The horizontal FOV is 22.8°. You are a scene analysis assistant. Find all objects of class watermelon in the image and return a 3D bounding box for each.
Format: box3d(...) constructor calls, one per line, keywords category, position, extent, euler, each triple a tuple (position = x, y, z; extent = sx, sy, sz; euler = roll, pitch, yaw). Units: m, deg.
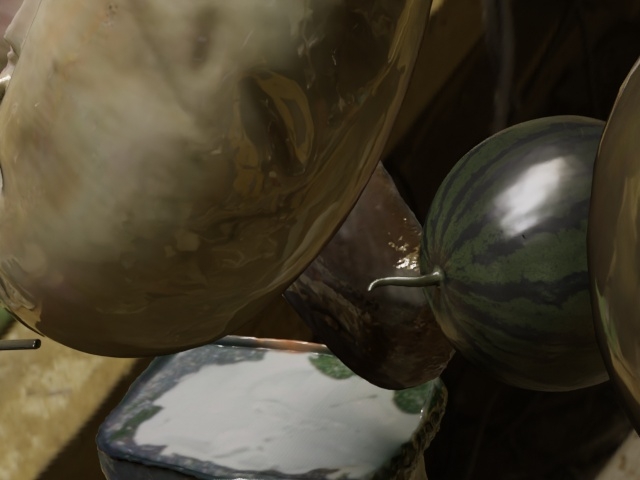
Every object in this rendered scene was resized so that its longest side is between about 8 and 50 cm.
box3d(category="watermelon", position=(0.080, 0.008, 0.611), extent=(0.133, 0.105, 0.105), euler=(-14, 56, -20))

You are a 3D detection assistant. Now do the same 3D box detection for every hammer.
box3d(category="hammer", position=(-0.207, 0.063, 0.923), extent=(0.110, 0.019, 0.035), euler=(-3, 11, 29))

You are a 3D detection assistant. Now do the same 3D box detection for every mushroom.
box3d(category="mushroom", position=(-0.093, -0.127, 0.884), extent=(0.353, 0.353, 0.325), euler=(33, 42, 19))

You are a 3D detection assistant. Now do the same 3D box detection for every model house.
box3d(category="model house", position=(-0.016, 0.245, 1.370), extent=(0.271, 0.301, 0.190), euler=(4, 39, 26))

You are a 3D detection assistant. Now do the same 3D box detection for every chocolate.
box3d(category="chocolate", position=(-0.001, 0.000, 1.158), extent=(0.080, 0.157, 0.254), euler=(-22, 64, -25))

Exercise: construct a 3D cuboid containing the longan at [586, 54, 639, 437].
box3d(category="longan", position=(0.170, 0.001, 0.433), extent=(0.198, 0.212, 0.198), euler=(20, 51, -27))
